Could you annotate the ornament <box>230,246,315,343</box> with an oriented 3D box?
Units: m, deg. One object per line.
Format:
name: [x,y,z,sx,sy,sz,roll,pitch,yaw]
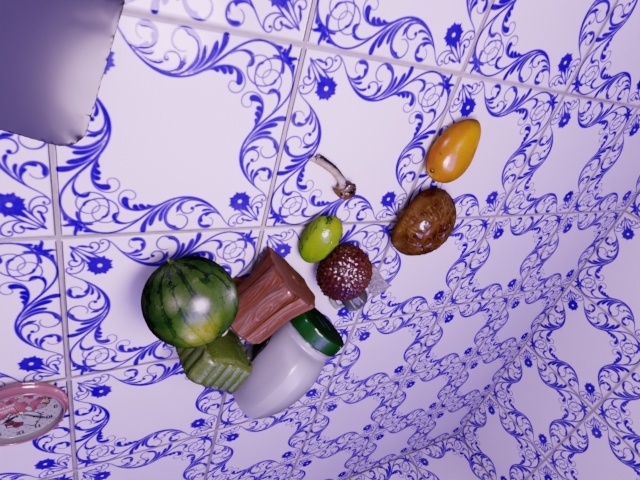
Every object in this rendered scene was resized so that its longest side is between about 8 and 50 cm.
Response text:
ornament: [-0.164,0.171,1.301,0.217,0.221,0.235,-39,-178,7]

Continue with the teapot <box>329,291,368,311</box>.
teapot: [0.096,0.202,1.568,0.124,0.092,0.091,-42,121,-3]

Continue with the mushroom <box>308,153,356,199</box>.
mushroom: [0.033,-0.181,1.227,0.060,0.061,0.187,-50,125,-5]

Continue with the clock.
clock: [-0.836,0.478,1.226,0.244,0.056,0.244,-20,135,-21]

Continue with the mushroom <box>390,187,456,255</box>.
mushroom: [0.346,-0.053,1.467,0.253,0.153,0.253,-27,143,-22]

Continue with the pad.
pad: [-0.464,-0.360,0.764,0.315,0.063,0.375,14,107,-39]

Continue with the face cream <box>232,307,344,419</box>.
face cream: [-0.116,0.390,1.441,0.219,0.312,0.357,43,96,-15]

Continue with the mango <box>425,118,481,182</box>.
mango: [0.408,-0.276,1.343,0.145,0.112,0.219,30,96,-44]

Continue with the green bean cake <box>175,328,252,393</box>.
green bean cake: [-0.318,0.339,1.326,0.113,0.214,0.200,-49,136,7]

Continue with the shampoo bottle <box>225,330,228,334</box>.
shampoo bottle: [-0.298,0.236,1.319,0.045,0.152,0.077,-23,93,-5]

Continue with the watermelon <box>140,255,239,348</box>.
watermelon: [-0.334,0.156,1.140,0.242,0.242,0.242,-18,134,-19]

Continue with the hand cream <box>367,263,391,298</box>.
hand cream: [0.184,0.133,1.593,0.084,0.050,0.257,-37,144,3]

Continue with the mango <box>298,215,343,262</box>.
mango: [0.000,0.001,1.322,0.119,0.100,0.178,6,131,-39]

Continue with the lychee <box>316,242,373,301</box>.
lychee: [0.073,0.098,1.385,0.188,0.188,0.188,-18,134,-19]
